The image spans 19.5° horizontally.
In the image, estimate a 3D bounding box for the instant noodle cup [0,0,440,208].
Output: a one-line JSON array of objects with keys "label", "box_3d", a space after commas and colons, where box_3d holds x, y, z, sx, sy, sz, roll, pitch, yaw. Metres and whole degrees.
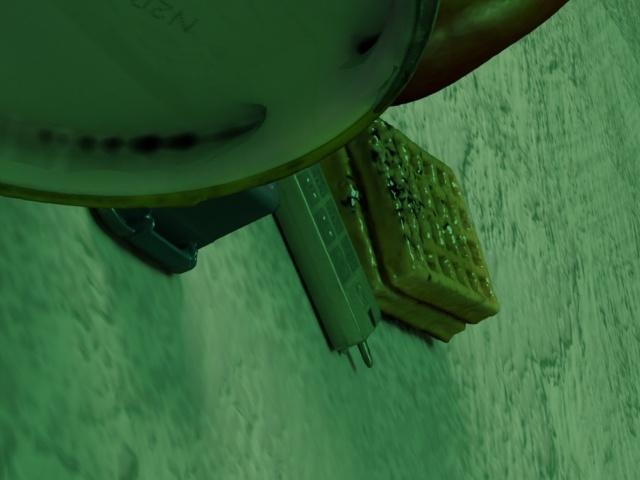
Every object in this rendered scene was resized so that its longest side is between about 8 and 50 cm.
[{"label": "instant noodle cup", "box_3d": [-0.066, -0.147, 0.544, 0.264, 0.264, 0.200, 51, 35, -45]}]

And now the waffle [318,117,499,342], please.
[{"label": "waffle", "box_3d": [0.046, -0.006, 1.017, 0.148, 0.042, 0.102, 29, 43, -63]}]

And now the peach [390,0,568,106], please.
[{"label": "peach", "box_3d": [0.033, -0.199, 0.976, 0.275, 0.245, 0.249, -94, -174, -67]}]

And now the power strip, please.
[{"label": "power strip", "box_3d": [0.000, 0.000, 0.912, 0.136, 0.019, 0.051, 67, 16, -7]}]

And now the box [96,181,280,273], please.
[{"label": "box", "box_3d": [-0.056, -0.045, 0.739, 0.074, 0.054, 0.099, 42, 32, -59]}]
